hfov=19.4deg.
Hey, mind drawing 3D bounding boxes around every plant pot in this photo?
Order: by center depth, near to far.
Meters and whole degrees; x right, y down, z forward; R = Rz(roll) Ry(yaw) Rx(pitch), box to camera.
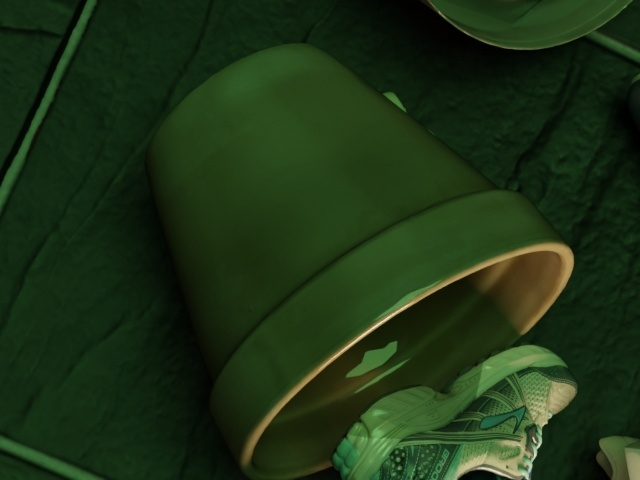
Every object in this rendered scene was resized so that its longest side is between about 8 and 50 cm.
[{"bbox_3d":[0.000,0.000,1.573,0.323,0.323,0.280,-29,69,-17],"label":"plant pot"}]

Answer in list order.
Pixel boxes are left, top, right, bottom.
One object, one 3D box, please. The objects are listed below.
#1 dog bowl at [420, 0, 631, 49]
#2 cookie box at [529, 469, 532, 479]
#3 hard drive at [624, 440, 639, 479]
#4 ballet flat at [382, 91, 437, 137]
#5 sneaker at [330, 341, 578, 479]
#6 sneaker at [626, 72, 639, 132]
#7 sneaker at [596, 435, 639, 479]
[{"bbox_3d":[0.176,-0.352,1.701,0.349,0.102,0.348,-8,107,-29],"label":"dog bowl"},{"bbox_3d":[0.127,0.239,1.662,0.107,0.040,0.092,10,76,-10],"label":"cookie box"},{"bbox_3d":[0.393,0.320,1.633,0.233,0.047,0.353,-14,96,-30],"label":"hard drive"},{"bbox_3d":[0.114,-0.033,1.704,0.086,0.086,0.248,-39,88,-18],"label":"ballet flat"},{"bbox_3d":[0.135,0.180,1.595,0.283,0.110,0.122,-18,59,-44],"label":"sneaker"},{"bbox_3d":[0.371,0.005,1.723,0.148,0.131,0.350,-35,88,-22],"label":"sneaker"},{"bbox_3d":[0.259,0.297,1.665,0.121,0.099,0.262,18,75,12],"label":"sneaker"}]
